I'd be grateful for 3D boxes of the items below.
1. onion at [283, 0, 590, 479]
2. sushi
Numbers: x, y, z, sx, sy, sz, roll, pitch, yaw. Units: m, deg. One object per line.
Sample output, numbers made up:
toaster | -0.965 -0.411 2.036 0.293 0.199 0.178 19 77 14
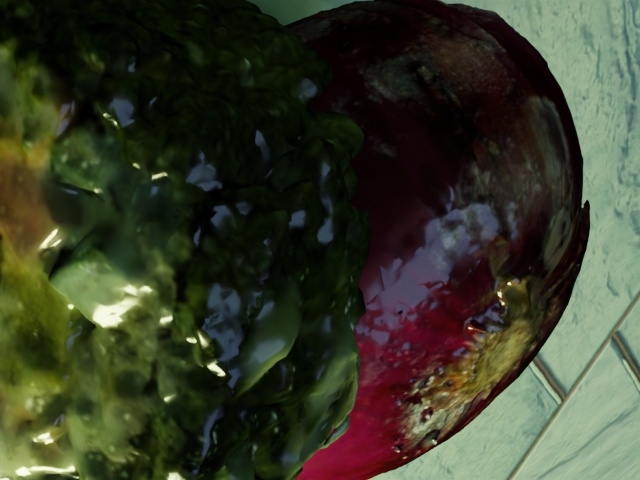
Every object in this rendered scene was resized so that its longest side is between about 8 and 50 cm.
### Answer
onion | 0.000 0.000 1.202 0.260 0.282 0.336 -14 142 -46
sushi | -0.124 0.028 1.020 0.178 0.294 0.351 -16 128 -54
